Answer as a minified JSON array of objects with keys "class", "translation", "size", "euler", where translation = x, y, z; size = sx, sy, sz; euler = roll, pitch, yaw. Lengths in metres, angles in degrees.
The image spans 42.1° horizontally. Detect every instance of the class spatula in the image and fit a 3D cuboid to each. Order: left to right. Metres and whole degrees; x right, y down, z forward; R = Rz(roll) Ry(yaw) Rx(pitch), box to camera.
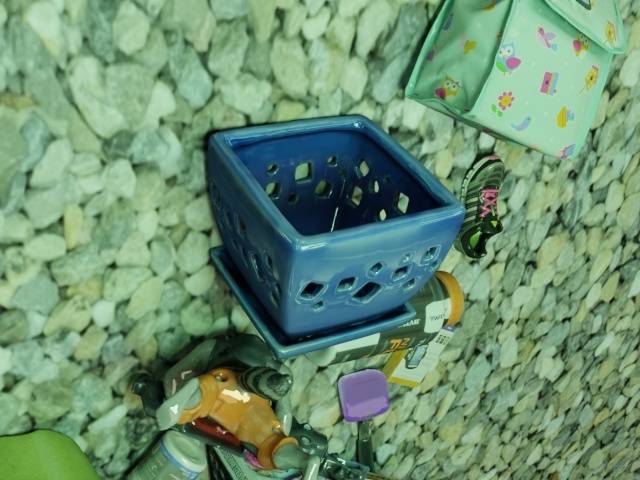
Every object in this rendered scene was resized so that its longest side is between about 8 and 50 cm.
[{"class":"spatula","translation":[0.079,0.335,1.442],"size":[0.084,0.030,0.297],"euler":[-13,131,-10]}]

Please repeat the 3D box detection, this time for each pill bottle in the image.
[{"class":"pill bottle","translation":[-0.235,0.348,1.198],"size":[0.137,0.078,0.078],"euler":[-49,135,5]},{"class":"pill bottle","translation":[0.090,0.100,1.212],"size":[0.245,0.130,0.131],"euler":[-7,124,-31]}]

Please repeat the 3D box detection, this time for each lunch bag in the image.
[{"class":"lunch bag","translation":[0.267,-0.260,1.062],"size":[0.223,0.160,0.262],"euler":[17,99,-38]}]

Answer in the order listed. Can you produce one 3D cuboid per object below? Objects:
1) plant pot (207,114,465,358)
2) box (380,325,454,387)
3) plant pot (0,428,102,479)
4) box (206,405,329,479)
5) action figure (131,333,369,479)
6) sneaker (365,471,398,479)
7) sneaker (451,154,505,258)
[{"class":"plant pot","translation":[0.000,0.000,1.011],"size":[0.235,0.236,0.212],"euler":[-12,133,-29]},{"class":"box","translation":[0.167,0.183,1.401],"size":[0.081,0.028,0.136],"euler":[21,105,-43]},{"class":"plant pot","translation":[-0.343,0.381,1.021],"size":[0.276,0.254,0.276],"euler":[-18,130,-23]},{"class":"box","translation":[-0.053,0.392,1.239],"size":[0.142,0.247,0.163],"euler":[-19,130,-26]},{"class":"action figure","translation":[-0.062,0.212,1.062],"size":[0.341,0.330,0.179],"euler":[22,96,-11]},{"class":"sneaker","translation":[0.080,0.468,1.434],"size":[0.302,0.108,0.121],"euler":[20,84,-20]},{"class":"sneaker","translation":[0.248,-0.044,1.258],"size":[0.063,0.075,0.170],"euler":[-1,121,-35]}]
